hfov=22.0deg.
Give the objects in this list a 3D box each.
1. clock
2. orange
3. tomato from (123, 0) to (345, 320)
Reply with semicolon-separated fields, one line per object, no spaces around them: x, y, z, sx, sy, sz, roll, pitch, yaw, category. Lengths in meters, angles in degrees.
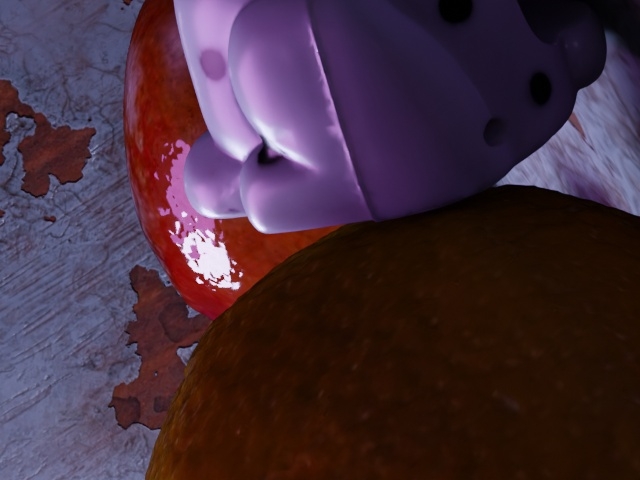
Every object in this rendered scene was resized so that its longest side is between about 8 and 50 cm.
-0.010;-0.151;0.643;0.254;0.189;0.189;64;174;-27;clock
0.081;0.138;0.646;0.357;0.322;0.322;54;176;47;orange
-0.050;-0.051;1.178;0.289;0.176;0.335;59;179;26;tomato
